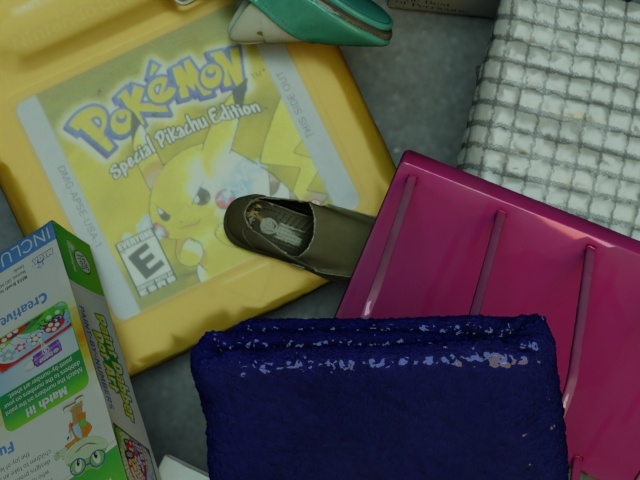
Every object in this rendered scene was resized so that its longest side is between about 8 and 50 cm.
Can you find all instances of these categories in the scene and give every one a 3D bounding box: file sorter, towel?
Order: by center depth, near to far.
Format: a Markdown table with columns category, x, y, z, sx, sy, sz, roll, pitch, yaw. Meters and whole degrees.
| category | x | y | z | sx | sy | sz | roll | pitch | yaw |
| --- | --- | --- | --- | --- | --- | --- | --- | --- | --- |
| towel | 0.047 | 0.180 | 1.058 | 0.228 | 0.076 | 0.308 | -3 | 120 | 9 |
| file sorter | 0.145 | 0.113 | 1.141 | 0.291 | 0.202 | 0.182 | 22 | 36 | 0 |
| towel | 0.243 | -0.051 | 1.261 | 0.284 | 0.121 | 0.235 | 11 | 82 | 2 |

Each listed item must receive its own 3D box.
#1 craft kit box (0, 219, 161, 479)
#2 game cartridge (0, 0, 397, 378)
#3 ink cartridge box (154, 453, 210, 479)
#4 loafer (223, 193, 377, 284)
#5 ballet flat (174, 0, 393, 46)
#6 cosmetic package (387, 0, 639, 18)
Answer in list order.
| category | x | y | z | sx | sy | sz | roll | pitch | yaw |
| --- | --- | --- | --- | --- | --- | --- | --- | --- | --- |
| craft kit box | -0.246 | 0.149 | 1.171 | 0.250 | 0.061 | 0.246 | -30 | 54 | 14 |
| game cartridge | -0.112 | -0.088 | 1.276 | 0.285 | 0.053 | 0.323 | -26 | 91 | -5 |
| ink cartridge box | -0.108 | 0.269 | 1.177 | 0.093 | 0.154 | 0.212 | 26 | 81 | 7 |
| loafer | 0.000 | 0.000 | 1.231 | 0.148 | 0.050 | 0.056 | 10 | 86 | -3 |
| ballet flat | -0.063 | -0.200 | 1.235 | 0.247 | 0.083 | 0.087 | 37 | 109 | 0 |
| cosmetic package | 0.174 | -0.210 | 1.300 | 0.239 | 0.099 | 0.060 | 6 | 79 | 2 |
